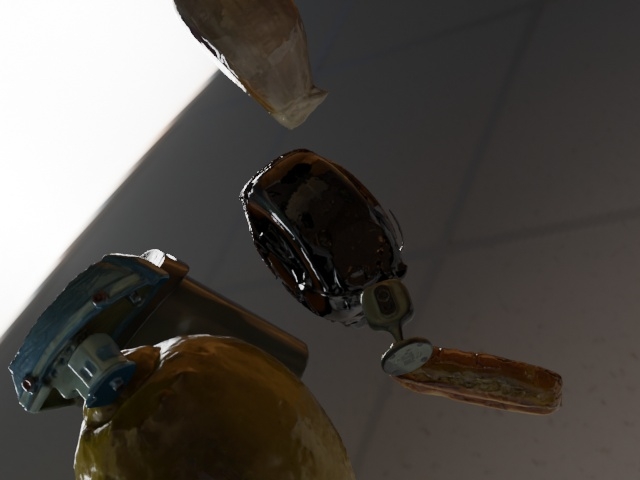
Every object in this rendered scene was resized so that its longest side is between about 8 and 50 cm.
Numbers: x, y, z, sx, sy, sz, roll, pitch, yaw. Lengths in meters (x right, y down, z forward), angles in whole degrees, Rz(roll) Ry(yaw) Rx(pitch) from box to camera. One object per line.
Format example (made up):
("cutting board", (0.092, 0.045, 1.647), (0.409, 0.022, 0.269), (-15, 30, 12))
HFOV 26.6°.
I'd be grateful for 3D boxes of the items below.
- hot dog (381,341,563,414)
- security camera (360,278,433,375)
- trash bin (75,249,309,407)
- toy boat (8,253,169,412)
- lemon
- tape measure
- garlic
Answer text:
("hot dog", (0.218, 0.197, 1.943), (0.115, 0.269, 0.072), (63, 39, -79))
("security camera", (0.070, 0.080, 1.333), (0.058, 0.058, 0.092), (-36, -124, 15))
("trash bin", (-0.169, 0.154, 1.737), (0.219, 0.250, 0.220), (-62, -165, -1))
("toy boat", (-0.212, 0.104, 1.306), (0.102, 0.088, 0.215), (47, -66, 20))
("lemon", (-0.105, 0.246, 1.423), (0.285, 0.316, 0.285), (-20, -132, 24))
("tape measure", (0.000, 0.000, 1.629), (0.135, 0.223, 0.202), (-39, 175, -16))
("garlic", (-0.079, -0.185, 1.188), (0.090, 0.128, 0.198), (-37, -136, -16))
